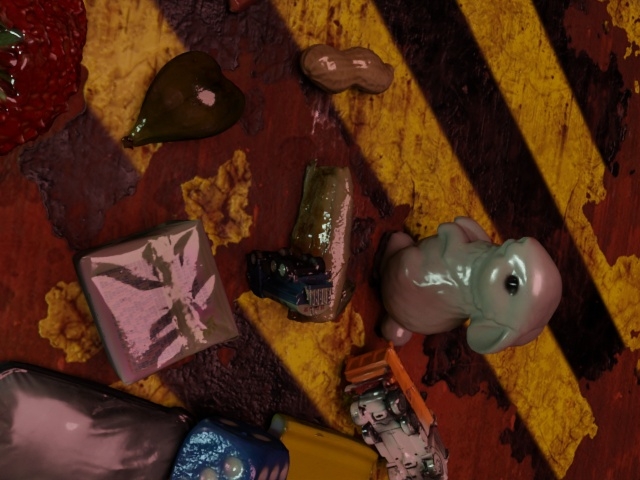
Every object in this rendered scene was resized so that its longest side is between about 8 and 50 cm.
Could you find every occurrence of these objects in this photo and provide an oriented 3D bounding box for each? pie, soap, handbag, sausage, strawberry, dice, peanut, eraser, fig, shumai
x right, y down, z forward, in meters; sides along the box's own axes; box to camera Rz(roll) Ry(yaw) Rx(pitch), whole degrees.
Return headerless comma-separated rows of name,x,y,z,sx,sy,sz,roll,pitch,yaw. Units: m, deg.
pie,0.000,0.000,1.075,0.068,0.128,0.283,6,89,-40
soap,-0.247,0.083,0.941,0.182,0.138,0.200,-22,104,-26
handbag,-0.355,0.311,0.946,0.332,0.075,0.192,24,80,-24
sausage,-0.095,-0.418,1.038,0.147,0.030,0.035,-39,108,-20
strawberry,-0.424,-0.242,0.794,0.260,0.258,0.261,0,107,-1
dice,-0.141,0.366,0.996,0.143,0.146,0.147,35,72,-67
peanut,0.049,-0.297,1.102,0.186,0.082,0.082,-5,97,-29
eraser,-0.014,0.416,1.135,0.226,0.069,0.158,26,84,-28
fig,-0.205,-0.194,0.950,0.185,0.126,0.133,-51,128,-19
shumai,0.016,0.090,1.135,0.080,0.082,0.083,31,63,11

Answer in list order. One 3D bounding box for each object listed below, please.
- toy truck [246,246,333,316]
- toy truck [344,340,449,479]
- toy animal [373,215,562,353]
toy truck,-0.048,0.064,1.010,0.074,0.201,0.088,-6,101,-31
toy truck,0.141,0.331,1.166,0.271,0.114,0.135,61,25,-17
toy animal,0.249,0.088,1.086,0.193,0.357,0.258,8,93,-31
